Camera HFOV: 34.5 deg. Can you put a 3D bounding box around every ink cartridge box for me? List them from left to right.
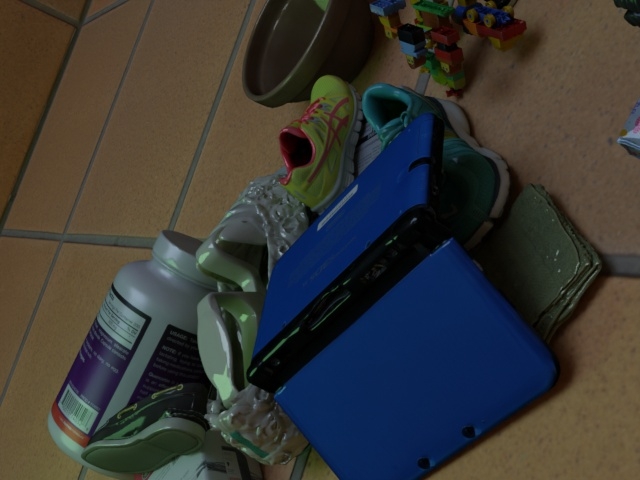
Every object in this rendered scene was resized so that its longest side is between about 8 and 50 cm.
[{"bbox_3d":[-0.144,0.321,1.236,0.158,0.092,0.218,-53,28,23],"label":"ink cartridge box"}]

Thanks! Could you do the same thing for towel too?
[{"bbox_3d":[0.195,0.022,0.940,0.110,0.027,0.148,-55,30,22],"label":"towel"}]

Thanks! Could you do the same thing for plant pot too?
[{"bbox_3d":[-0.003,-0.281,1.431,0.237,0.110,0.237,-40,37,39],"label":"plant pot"}]

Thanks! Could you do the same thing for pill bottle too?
[{"bbox_3d":[-0.234,0.155,1.423,0.323,0.181,0.181,-62,28,8],"label":"pill bottle"}]

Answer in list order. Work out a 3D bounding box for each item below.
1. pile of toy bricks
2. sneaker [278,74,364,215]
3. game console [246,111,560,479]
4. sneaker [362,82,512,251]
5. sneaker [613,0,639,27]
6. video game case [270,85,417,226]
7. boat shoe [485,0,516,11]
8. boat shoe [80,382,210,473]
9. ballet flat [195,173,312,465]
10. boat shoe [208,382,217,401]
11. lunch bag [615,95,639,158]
[{"bbox_3d":[0.138,-0.214,1.158,0.118,0.105,0.212,-27,31,-17],"label":"pile of toy bricks"},{"bbox_3d":[-0.006,-0.131,1.260,0.081,0.094,0.208,-39,37,43],"label":"sneaker"},{"bbox_3d":[0.075,0.070,1.006,0.293,0.173,0.250,-45,23,38],"label":"game console"},{"bbox_3d":[0.110,-0.081,1.079,0.107,0.110,0.275,-56,30,20],"label":"sneaker"},{"bbox_3d":[0.367,-0.328,0.826,0.146,0.134,0.343,25,100,56],"label":"sneaker"},{"bbox_3d":[0.000,0.000,1.292,0.329,0.036,0.300,-29,45,48],"label":"video game case"},{"bbox_3d":[0.217,-0.325,1.154,0.049,0.042,0.133,20,85,64],"label":"boat shoe"},{"bbox_3d":[-0.210,0.229,1.248,0.228,0.081,0.068,-25,43,42],"label":"boat shoe"},{"bbox_3d":[-0.080,0.061,1.199,0.147,0.147,0.409,-44,39,36],"label":"ballet flat"},{"bbox_3d":[-0.142,0.232,1.358,0.125,0.038,0.046,-65,27,2],"label":"boat shoe"},{"bbox_3d":[0.293,-0.088,0.824,0.083,0.053,0.071,29,95,37],"label":"lunch bag"}]
